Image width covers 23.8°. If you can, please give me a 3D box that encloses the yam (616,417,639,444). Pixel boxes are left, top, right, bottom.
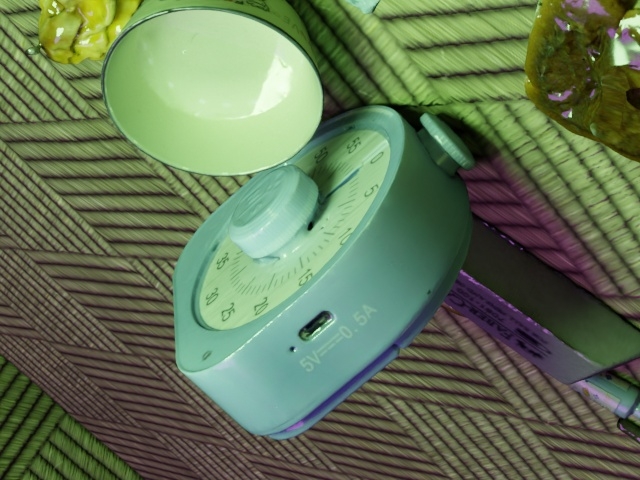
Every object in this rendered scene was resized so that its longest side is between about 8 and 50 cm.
[{"bbox_3d":[0.493,0.310,2.040,0.234,0.029,0.027,35,168,-4],"label":"yam"}]

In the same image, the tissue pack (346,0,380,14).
[{"bbox_3d":[-0.018,-0.335,1.347,0.257,0.081,0.185,34,157,-1],"label":"tissue pack"}]

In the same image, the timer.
[{"bbox_3d":[0.000,0.000,1.665,0.173,0.395,0.395,44,154,-21],"label":"timer"}]

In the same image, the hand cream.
[{"bbox_3d":[0.348,0.183,1.953,0.171,0.043,0.065,28,157,15],"label":"hand cream"}]

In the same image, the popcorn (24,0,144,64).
[{"bbox_3d":[-0.241,-0.289,1.653,0.140,0.163,0.194,12,122,3],"label":"popcorn"}]

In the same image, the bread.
[{"bbox_3d":[0.274,-0.156,1.297,0.192,0.109,0.210,26,156,12],"label":"bread"}]

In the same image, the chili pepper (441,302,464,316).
[{"bbox_3d":[0.133,0.047,1.961,0.208,0.043,0.049,31,169,4],"label":"chili pepper"}]

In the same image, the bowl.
[{"bbox_3d":[-0.110,-0.191,1.629,0.238,0.126,0.237,2,135,2],"label":"bowl"}]

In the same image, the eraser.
[{"bbox_3d":[0.232,0.069,1.834,0.352,0.077,0.111,34,156,-5],"label":"eraser"}]
